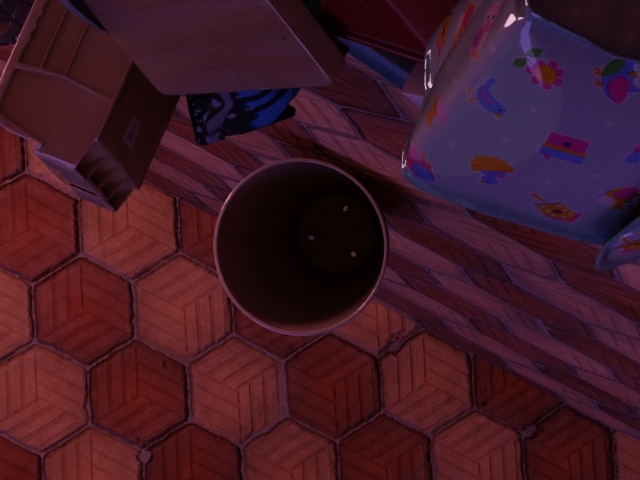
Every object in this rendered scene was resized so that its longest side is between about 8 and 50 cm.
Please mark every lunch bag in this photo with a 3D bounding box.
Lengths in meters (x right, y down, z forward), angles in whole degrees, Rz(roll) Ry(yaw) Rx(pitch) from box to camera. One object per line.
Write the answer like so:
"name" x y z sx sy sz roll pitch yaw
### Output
"lunch bag" 0.215 -0.093 1.059 0.262 0.160 0.223 22 149 -10

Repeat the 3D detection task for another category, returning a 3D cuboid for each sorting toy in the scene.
"sorting toy" -0.114 -0.243 1.306 0.257 0.089 0.255 4 140 53

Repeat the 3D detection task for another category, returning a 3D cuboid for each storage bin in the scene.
"storage bin" -0.237 -0.188 1.769 0.123 0.260 0.262 22 172 6

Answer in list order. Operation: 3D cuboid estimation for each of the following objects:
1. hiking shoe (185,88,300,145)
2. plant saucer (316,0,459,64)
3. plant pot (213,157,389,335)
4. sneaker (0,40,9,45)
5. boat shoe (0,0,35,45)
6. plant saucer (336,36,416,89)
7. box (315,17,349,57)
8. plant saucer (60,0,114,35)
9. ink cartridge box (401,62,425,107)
"hiking shoe" -0.077 -0.207 1.761 0.132 0.113 0.304 -12 165 -12
"plant saucer" 0.002 -0.235 1.408 0.259 0.048 0.258 22 171 32
"plant pot" 0.000 0.000 2.431 0.256 0.256 0.274 26 -171 10
"sneaker" -0.514 -0.349 2.320 0.162 0.106 0.281 20 -179 3
"boat shoe" -0.417 -0.348 1.922 0.324 0.123 0.116 38 -162 -43
"plant saucer" 0.089 -0.171 1.660 0.192 0.018 0.067 32 171 -28
"box" -0.064 -0.212 1.500 0.162 0.029 0.116 20 170 42
"plant saucer" -0.216 -0.265 1.465 0.037 0.195 0.195 -22 144 29
"ink cartridge box" 0.176 -0.117 1.544 0.104 0.061 0.181 20 170 46
